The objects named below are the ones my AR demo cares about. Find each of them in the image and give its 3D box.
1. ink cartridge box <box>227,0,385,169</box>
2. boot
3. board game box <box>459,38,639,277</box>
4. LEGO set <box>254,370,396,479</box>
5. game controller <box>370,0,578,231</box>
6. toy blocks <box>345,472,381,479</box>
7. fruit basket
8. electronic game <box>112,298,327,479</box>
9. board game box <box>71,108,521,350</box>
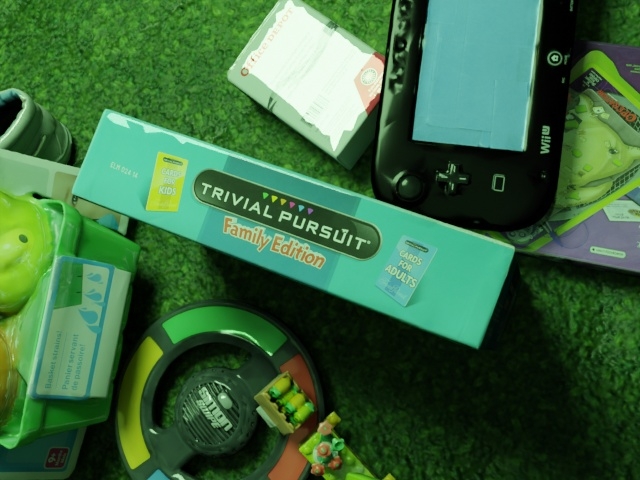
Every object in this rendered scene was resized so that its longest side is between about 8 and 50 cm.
[{"bbox_3d":[-0.002,-0.161,0.829,0.150,0.063,0.109,38,94,17],"label":"ink cartridge box"},{"bbox_3d":[-0.391,-0.060,0.861,0.258,0.123,0.095,-44,72,-8],"label":"boot"},{"bbox_3d":[0.284,-0.073,0.752,0.347,0.056,0.208,12,82,16],"label":"board game box"},{"bbox_3d":[0.019,0.259,0.728,0.132,0.107,0.287,-7,89,-3],"label":"LEGO set"},{"bbox_3d":[0.144,-0.169,0.745,0.167,0.067,0.319,6,85,16],"label":"game controller"},{"bbox_3d":[0.100,0.362,0.611,0.191,0.261,0.381,-1,82,53],"label":"toy blocks"},{"bbox_3d":[-0.343,0.064,0.740,0.165,0.353,0.327,6,83,39],"label":"fruit basket"},{"bbox_3d":[-0.105,0.174,0.822,0.229,0.048,0.229,-2,82,15],"label":"electronic game"},{"bbox_3d":[0.000,0.000,0.709,0.336,0.254,0.079,20,88,16],"label":"board game box"}]
